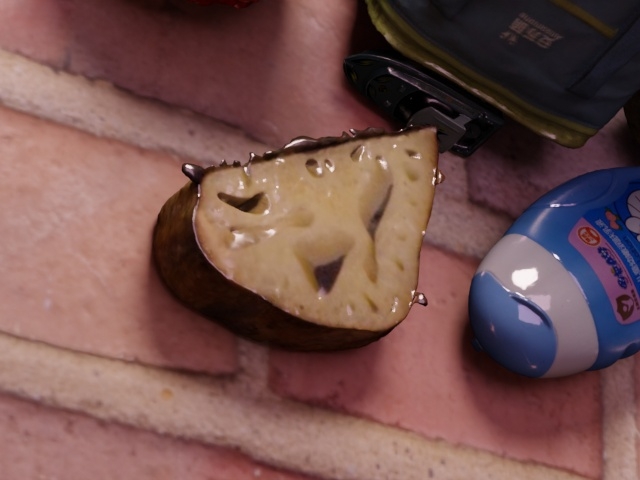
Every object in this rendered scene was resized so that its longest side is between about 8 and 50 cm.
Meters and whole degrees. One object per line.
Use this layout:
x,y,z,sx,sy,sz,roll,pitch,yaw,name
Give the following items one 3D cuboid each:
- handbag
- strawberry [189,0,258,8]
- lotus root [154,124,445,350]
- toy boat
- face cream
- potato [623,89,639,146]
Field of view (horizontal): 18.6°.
0.192,-0.241,1.580,0.263,0.241,0.222,26,34,-18,handbag
-0.052,-0.314,1.492,0.261,0.258,0.261,11,69,-29,strawberry
0.000,0.000,1.460,0.261,0.074,0.170,-6,69,-37,lotus root
0.079,-0.117,1.588,0.141,0.055,0.060,27,46,-19,toy boat
0.217,0.027,1.583,0.264,0.083,0.149,-28,79,-40,face cream
0.372,-0.094,1.739,0.251,0.113,0.149,18,63,-14,potato
